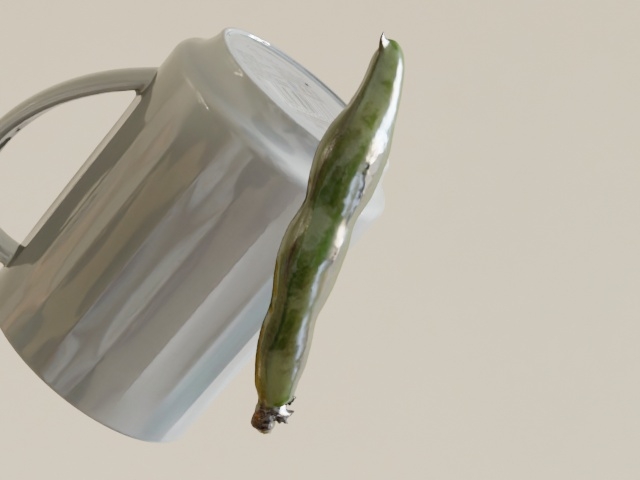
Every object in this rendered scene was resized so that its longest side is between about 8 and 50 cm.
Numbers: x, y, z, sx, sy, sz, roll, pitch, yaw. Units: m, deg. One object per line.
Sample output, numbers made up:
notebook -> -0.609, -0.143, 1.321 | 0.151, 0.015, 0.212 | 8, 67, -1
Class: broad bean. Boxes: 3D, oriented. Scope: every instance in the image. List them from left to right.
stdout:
broad bean -> -0.001, 0.000, 1.257 | 0.043, 0.297, 0.060 | 25, 10, 30

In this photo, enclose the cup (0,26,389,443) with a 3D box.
cup -> -0.145, -0.035, 1.660 | 0.323, 0.237, 0.327 | 38, -73, -7
